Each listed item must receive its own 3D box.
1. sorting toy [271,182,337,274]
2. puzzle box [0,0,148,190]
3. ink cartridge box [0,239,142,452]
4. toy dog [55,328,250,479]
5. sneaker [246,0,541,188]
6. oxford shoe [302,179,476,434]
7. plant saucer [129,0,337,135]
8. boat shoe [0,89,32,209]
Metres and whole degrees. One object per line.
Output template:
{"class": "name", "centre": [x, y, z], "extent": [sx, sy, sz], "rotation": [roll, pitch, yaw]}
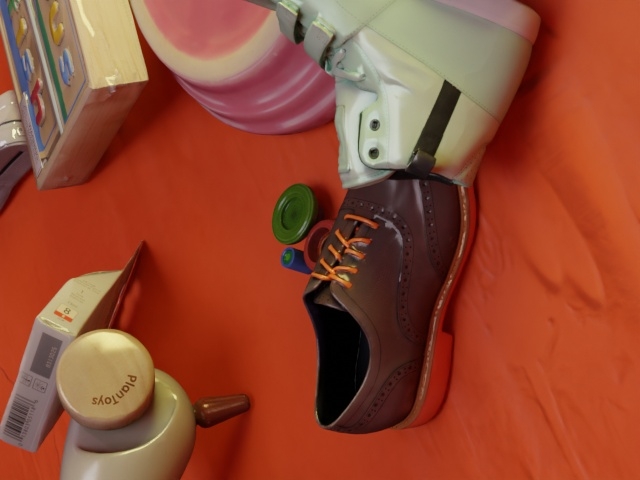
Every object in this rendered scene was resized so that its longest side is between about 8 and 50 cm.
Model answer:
{"class": "sorting toy", "centre": [0.000, 0.000, 1.092], "extent": [0.061, 0.042, 0.102], "rotation": [-58, 40, 16]}
{"class": "puzzle box", "centre": [-0.263, -0.278, 1.277], "extent": [0.272, 0.052, 0.408], "rotation": [-40, 64, 62]}
{"class": "ink cartridge box", "centre": [-0.228, 0.086, 1.260], "extent": [0.045, 0.179, 0.145], "rotation": [23, 120, -2]}
{"class": "toy dog", "centre": [-0.141, 0.240, 1.158], "extent": [0.220, 0.161, 0.333], "rotation": [151, 119, -88]}
{"class": "sneaker", "centre": [0.004, -0.119, 0.926], "extent": [0.256, 0.094, 0.151], "rotation": [18, 89, 10]}
{"class": "oxford shoe", "centre": [0.044, 0.012, 0.991], "extent": [0.097, 0.098, 0.271], "rotation": [11, 102, 48]}
{"class": "plant saucer", "centre": [-0.058, -0.248, 1.088], "extent": [0.332, 0.084, 0.332], "rotation": [9, 102, 47]}
{"class": "boat shoe", "centre": [-0.367, -0.079, 1.472], "extent": [0.226, 0.083, 0.075], "rotation": [-32, 59, 33]}
